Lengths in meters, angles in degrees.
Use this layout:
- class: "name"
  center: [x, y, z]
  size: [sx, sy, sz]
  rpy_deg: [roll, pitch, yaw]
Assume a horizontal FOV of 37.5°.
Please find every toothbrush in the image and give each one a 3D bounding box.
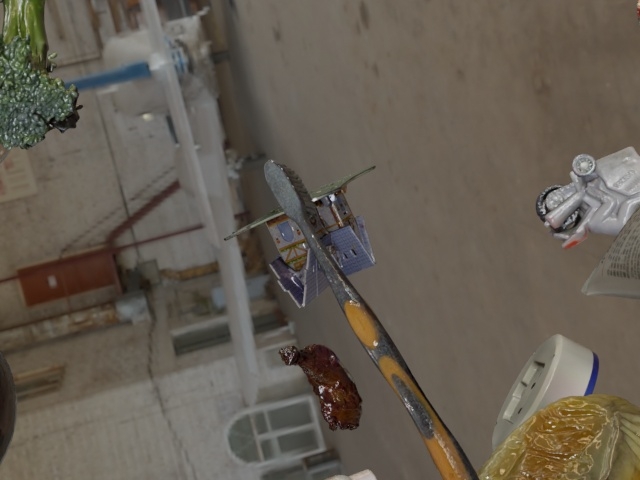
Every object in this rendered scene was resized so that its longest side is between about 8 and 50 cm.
- class: "toothbrush"
  center: [0.039, 0.069, 0.685]
  size: [0.031, 0.023, 0.321]
  rpy_deg: [5, -130, -56]

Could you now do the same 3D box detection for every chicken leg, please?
- class: "chicken leg"
  center: [0.005, 0.180, 1.205]
  size: [0.205, 0.053, 0.093]
  rpy_deg: [53, -149, -32]

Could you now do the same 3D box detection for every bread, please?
- class: "bread"
  center: [0.293, 0.355, 1.125]
  size: [0.236, 0.388, 0.183]
  rpy_deg: [0, 123, 50]

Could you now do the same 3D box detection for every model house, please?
- class: "model house"
  center: [0.000, 0.000, 0.880]
  size: [0.088, 0.117, 0.167]
  rpy_deg: [66, -159, -5]

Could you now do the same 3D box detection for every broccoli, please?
- class: "broccoli"
  center: [-0.269, -0.179, 0.835]
  size: [0.122, 0.118, 0.204]
  rpy_deg: [55, -153, -56]

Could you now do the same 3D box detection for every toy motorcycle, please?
- class: "toy motorcycle"
  center: [0.484, -0.062, 1.504]
  size: [0.110, 0.260, 0.171]
  rpy_deg: [40, -153, -61]

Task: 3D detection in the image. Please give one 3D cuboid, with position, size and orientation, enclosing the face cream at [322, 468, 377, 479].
- class: "face cream"
  center: [-0.015, 0.498, 1.756]
  size: [0.082, 0.269, 0.082]
  rpy_deg: [49, 148, 45]

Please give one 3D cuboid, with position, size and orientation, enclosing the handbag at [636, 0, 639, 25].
- class: "handbag"
  center: [0.670, -0.360, 1.596]
  size: [0.151, 0.298, 0.171]
  rpy_deg: [-55, 11, 48]

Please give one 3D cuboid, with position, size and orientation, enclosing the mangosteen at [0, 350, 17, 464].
- class: "mangosteen"
  center: [-0.515, 0.172, 1.072]
  size: [0.306, 0.306, 0.360]
  rpy_deg: [105, 142, -74]

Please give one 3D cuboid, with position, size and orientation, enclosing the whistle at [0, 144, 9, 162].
- class: "whistle"
  center: [-0.573, -0.126, 1.365]
  size: [0.189, 0.348, 0.189]
  rpy_deg: [42, 176, 4]

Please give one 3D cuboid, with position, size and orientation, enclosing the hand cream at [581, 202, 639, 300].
- class: "hand cream"
  center: [0.338, 0.016, 0.929]
  size: [0.089, 0.140, 0.314]
  rpy_deg: [34, -176, -6]

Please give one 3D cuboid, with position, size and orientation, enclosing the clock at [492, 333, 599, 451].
- class: "clock"
  center: [0.371, 0.270, 1.570]
  size: [0.083, 0.230, 0.230]
  rpy_deg: [30, 164, 5]
